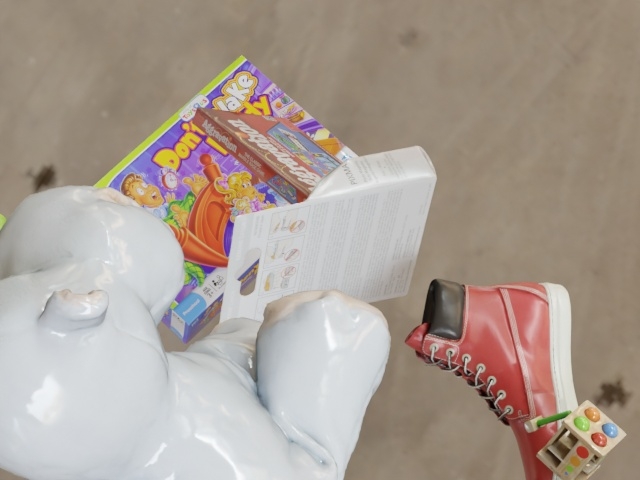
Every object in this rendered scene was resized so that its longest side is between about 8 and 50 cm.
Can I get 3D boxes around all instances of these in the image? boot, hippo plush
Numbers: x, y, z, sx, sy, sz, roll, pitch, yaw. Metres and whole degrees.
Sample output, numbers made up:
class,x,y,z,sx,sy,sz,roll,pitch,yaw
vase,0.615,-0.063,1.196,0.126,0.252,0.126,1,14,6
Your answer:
class,x,y,z,sx,sy,sz,roll,pitch,yaw
boot,0.174,0.159,1.743,0.088,0.176,0.244,127,143,-65
hippo plush,-0.118,0.109,0.915,0.234,0.236,0.294,-35,31,34

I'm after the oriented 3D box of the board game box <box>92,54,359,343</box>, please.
class,x,y,z,sx,sy,sz,roll,pitch,yaw
board game box,-0.146,-0.060,2.303,0.233,0.078,0.347,41,68,11

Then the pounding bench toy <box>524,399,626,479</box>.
class,x,y,z,sx,sy,sz,roll,pitch,yaw
pounding bench toy,0.248,0.190,1.658,0.083,0.052,0.065,42,130,16

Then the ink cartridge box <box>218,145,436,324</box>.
class,x,y,z,sx,sy,sz,roll,pitch,yaw
ink cartridge box,0.000,0.000,1.797,0.189,0.232,0.066,101,153,-44

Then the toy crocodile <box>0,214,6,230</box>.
class,x,y,z,sx,sy,sz,roll,pitch,yaw
toy crocodile,-0.354,-0.016,0.966,0.105,0.340,0.115,109,172,-61

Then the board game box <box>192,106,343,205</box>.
class,x,y,z,sx,sy,sz,roll,pitch,yaw
board game box,-0.027,-0.090,2.051,0.281,0.145,0.027,40,118,44
